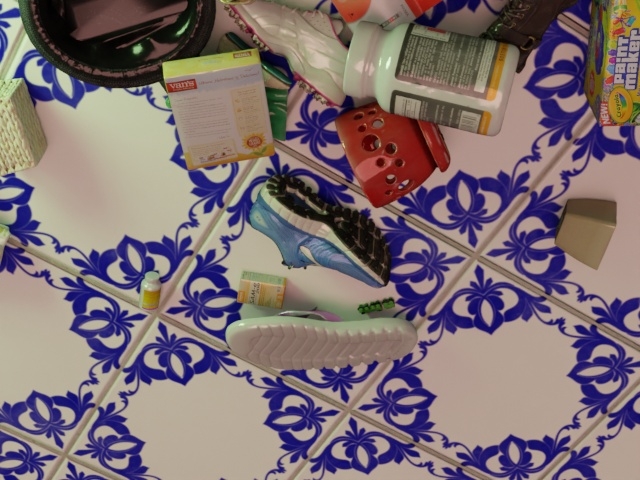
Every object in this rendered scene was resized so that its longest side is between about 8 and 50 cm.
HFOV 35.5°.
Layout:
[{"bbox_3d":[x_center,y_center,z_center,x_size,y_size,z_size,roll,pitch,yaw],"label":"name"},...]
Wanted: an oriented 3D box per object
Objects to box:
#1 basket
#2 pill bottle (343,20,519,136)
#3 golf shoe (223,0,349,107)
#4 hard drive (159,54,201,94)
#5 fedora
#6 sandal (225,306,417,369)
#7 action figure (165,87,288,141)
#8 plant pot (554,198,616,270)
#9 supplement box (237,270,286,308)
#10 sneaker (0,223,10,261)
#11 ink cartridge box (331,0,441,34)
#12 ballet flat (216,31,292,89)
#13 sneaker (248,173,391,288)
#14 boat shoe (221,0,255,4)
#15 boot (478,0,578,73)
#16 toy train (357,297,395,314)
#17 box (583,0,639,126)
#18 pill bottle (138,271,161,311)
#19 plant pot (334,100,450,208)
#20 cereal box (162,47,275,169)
[{"bbox_3d":[-0.606,-0.219,1.922,0.103,0.113,0.167,-10,120,6],"label":"basket"},{"bbox_3d":[0.189,-0.284,1.715,0.278,0.162,0.162,15,121,8],"label":"pill bottle"},{"bbox_3d":[-0.046,-0.381,1.814,0.306,0.115,0.140,40,94,-18],"label":"golf shoe"},{"bbox_3d":[-0.260,-0.315,1.858,0.094,0.022,0.135,-40,78,22],"label":"hard drive"},{"bbox_3d":[-0.351,-0.429,1.755,0.334,0.152,0.334,-3,121,-5],"label":"fedora"},{"bbox_3d":[-0.001,0.200,2.157,0.416,0.102,0.169,4,137,-13],"label":"sandal"},{"bbox_3d":[-0.179,-0.260,1.904,0.232,0.063,0.137,3,123,-3],"label":"action figure"},{"bbox_3d":[0.524,-0.023,1.990,0.096,0.109,0.109,18,121,6],"label":"plant pot"},{"bbox_3d":[-0.125,0.106,2.135,0.098,0.036,0.062,9,120,-2],"label":"supplement box"},{"bbox_3d":[-0.715,-0.051,2.040,0.169,0.108,0.292,9,131,-4],"label":"sneaker"},{"bbox_3d":[0.114,-0.437,1.759,0.179,0.045,0.145,-29,102,33],"label":"ink cartridge box"},{"bbox_3d":[-0.124,-0.318,1.846,0.168,0.057,0.052,41,111,15],"label":"ballet flat"},{"bbox_3d":[0.000,0.000,2.033,0.330,0.129,0.147,33,131,-12],"label":"sneaker"},{"bbox_3d":[-0.131,-0.442,1.679,0.109,0.302,0.098,17,125,40],"label":"boat shoe"},{"bbox_3d":[0.340,-0.398,1.733,0.263,0.091,0.229,16,125,-45],"label":"boot"},{"bbox_3d":[0.121,0.143,2.157,0.083,0.017,0.023,-15,130,11],"label":"toy train"},{"bbox_3d":[0.620,-0.365,1.735,0.279,0.177,0.290,-1,121,5],"label":"box"},{"bbox_3d":[-0.365,0.109,2.145,0.043,0.043,0.083,11,121,-4],"label":"pill bottle"},{"bbox_3d":[0.141,-0.176,1.867,0.174,0.191,0.191,-22,118,10],"label":"plant pot"},{"bbox_3d":[-0.181,-0.236,1.825,0.173,0.047,0.240,-9,141,-3],"label":"cereal box"}]
